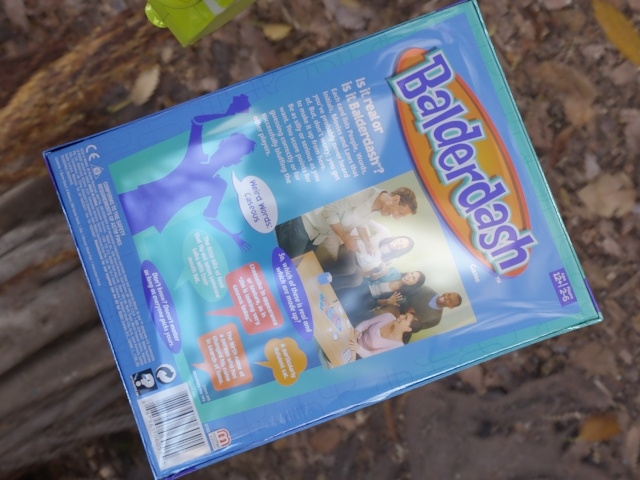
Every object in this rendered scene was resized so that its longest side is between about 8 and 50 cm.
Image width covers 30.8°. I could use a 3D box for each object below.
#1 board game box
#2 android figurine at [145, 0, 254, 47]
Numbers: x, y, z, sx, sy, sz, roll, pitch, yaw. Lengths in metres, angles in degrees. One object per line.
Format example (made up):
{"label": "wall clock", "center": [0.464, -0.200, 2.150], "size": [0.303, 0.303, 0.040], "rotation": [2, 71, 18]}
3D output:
{"label": "board game box", "center": [0.000, 0.000, 0.536], "size": [0.047, 0.210, 0.160], "rotation": [81, 169, -83]}
{"label": "android figurine", "center": [-0.009, -0.205, 0.692], "size": [0.056, 0.248, 0.273], "rotation": [53, 138, -9]}
